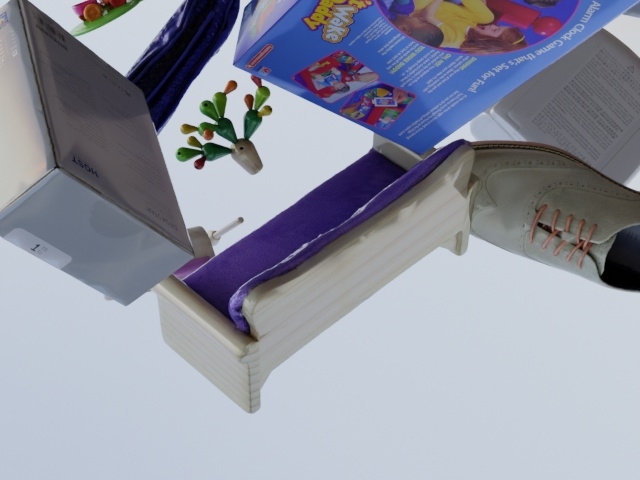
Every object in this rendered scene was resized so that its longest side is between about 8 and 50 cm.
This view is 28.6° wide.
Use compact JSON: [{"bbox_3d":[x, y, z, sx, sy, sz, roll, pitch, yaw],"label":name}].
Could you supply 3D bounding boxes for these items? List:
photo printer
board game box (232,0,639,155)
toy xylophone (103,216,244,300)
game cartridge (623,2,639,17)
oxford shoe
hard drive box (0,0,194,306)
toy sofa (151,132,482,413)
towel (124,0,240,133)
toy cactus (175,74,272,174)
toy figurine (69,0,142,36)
[{"bbox_3d":[0.421,-0.198,2.018,0.256,0.107,0.307,45,-116,0],"label":"photo printer"},{"bbox_3d":[0.105,-0.224,1.165,0.233,0.347,0.078,23,-122,-24],"label":"board game box"},{"bbox_3d":[-0.245,0.032,2.057,0.236,0.081,0.323,-13,179,-16],"label":"toy xylophone"},{"bbox_3d":[0.307,-0.328,1.503,0.198,0.062,0.297,-5,-152,-38],"label":"game cartridge"},{"bbox_3d":[0.307,-0.026,1.535,0.397,0.140,0.146,14,-162,2],"label":"oxford shoe"},{"bbox_3d":[-0.225,-0.082,1.138,0.181,0.089,0.232,37,-157,-46],"label":"hard drive box"},{"bbox_3d":[0.000,0.000,1.345,0.363,0.177,0.150,-35,-125,-29],"label":"toy sofa"},{"bbox_3d":[-0.187,-0.183,1.462,0.076,0.227,0.308,39,170,-11],"label":"towel"},{"bbox_3d":[-0.161,-0.197,2.361,0.112,0.219,0.180,29,160,54],"label":"toy cactus"},{"bbox_3d":[-0.366,-0.440,2.034,0.159,0.173,0.130,64,164,-21],"label":"toy figurine"}]
